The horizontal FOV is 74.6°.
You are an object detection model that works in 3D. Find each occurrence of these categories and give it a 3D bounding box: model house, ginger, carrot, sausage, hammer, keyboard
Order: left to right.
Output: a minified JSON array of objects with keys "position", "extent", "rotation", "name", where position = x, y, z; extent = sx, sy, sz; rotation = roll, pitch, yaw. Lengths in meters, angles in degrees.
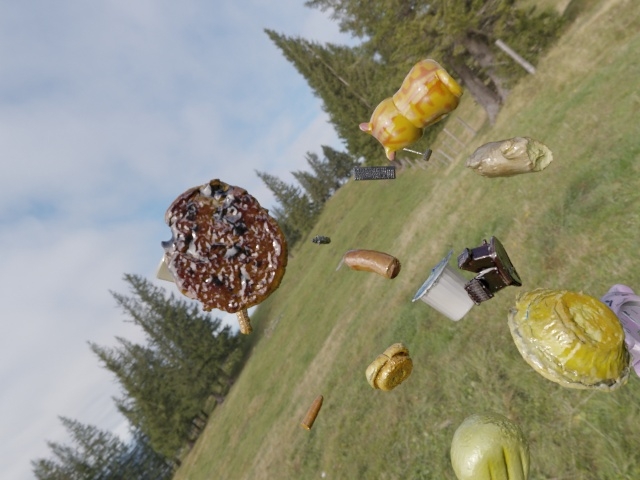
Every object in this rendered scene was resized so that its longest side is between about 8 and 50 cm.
[{"position":[-0.028,0.671,1.656],"extent":[0.139,0.048,0.048],"rotation":[-58,4,-30],"name":"carrot"},{"position":[0.209,0.091,1.768],"extent":[0.270,0.109,0.109],"rotation":[8,48,44],"name":"sausage"},{"position":[0.198,-0.247,1.540],"extent":[0.010,0.155,0.053],"rotation":[94,173,-81],"name":"keyboard"},{"position":[0.304,-0.287,1.356],"extent":[0.019,0.110,0.035],"rotation":[26,-93,-61],"name":"hammer"},{"position":[0.546,0.102,1.397],"extent":[0.164,0.203,0.141],"rotation":[-27,1,32],"name":"model house"},{"position":[0.633,-0.285,1.430],"extent":[0.276,0.130,0.221],"rotation":[-3,0,28],"name":"ginger"}]

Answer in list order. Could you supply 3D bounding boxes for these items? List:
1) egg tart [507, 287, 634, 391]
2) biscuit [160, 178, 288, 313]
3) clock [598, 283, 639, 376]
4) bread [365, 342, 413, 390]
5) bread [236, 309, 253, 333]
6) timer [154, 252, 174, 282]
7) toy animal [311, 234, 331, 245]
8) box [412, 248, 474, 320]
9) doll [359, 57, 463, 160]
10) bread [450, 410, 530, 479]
[{"position":[0.797,0.283,1.326],"extent":[0.388,0.388,0.169],"rotation":[-50,-22,-41],"name":"egg tart"},{"position":[-0.240,0.017,1.044],"extent":[0.289,0.334,0.081],"rotation":[-34,-5,-1],"name":"biscuit"},{"position":[1.108,0.311,1.455],"extent":[0.295,0.322,0.113],"rotation":[-25,-38,-23],"name":"clock"},{"position":[0.317,0.579,1.905],"extent":[0.236,0.120,0.198],"rotation":[-35,-43,-12],"name":"bread"},{"position":[-0.335,0.336,1.829],"extent":[0.052,0.157,0.044],"rotation":[-1,-40,-31],"name":"bread"},{"position":[-0.389,0.098,1.405],"extent":[0.175,0.266,0.175],"rotation":[-57,15,25],"name":"timer"},{"position":[0.000,0.000,2.106],"extent":[0.136,0.065,0.047],"rotation":[3,-77,-56],"name":"toy animal"},{"position":[0.581,0.212,1.867],"extent":[0.291,0.206,0.262],"rotation":[-49,-8,-15],"name":"box"},{"position":[0.258,-0.365,1.157],"extent":[0.162,0.166,0.269],"rotation":[-21,-20,-50],"name":"doll"},{"position":[0.659,0.839,1.626],"extent":[0.320,0.320,0.237],"rotation":[-50,5,7],"name":"bread"}]
